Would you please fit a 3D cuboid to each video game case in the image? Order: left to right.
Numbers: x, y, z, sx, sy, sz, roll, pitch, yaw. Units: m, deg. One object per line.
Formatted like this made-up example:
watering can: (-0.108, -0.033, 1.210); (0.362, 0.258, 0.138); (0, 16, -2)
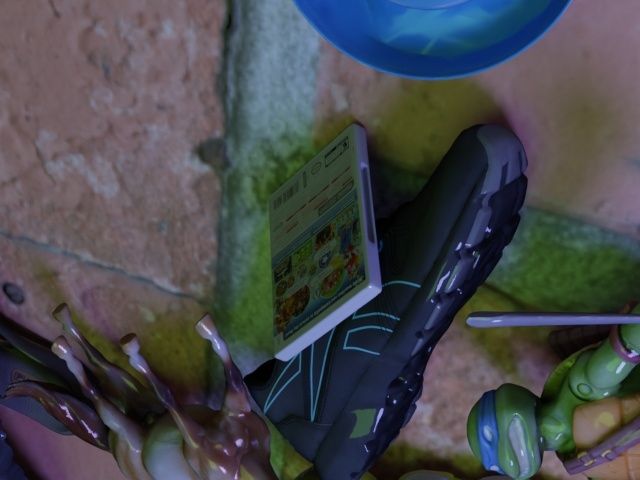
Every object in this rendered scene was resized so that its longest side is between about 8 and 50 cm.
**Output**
video game case: (0.000, 0.000, 0.690); (0.011, 0.122, 0.087); (25, 134, -31)

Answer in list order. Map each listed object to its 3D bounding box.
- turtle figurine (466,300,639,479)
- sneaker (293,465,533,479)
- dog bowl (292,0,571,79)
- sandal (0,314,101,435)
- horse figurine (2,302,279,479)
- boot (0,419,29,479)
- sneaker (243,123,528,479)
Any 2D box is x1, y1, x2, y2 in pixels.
turtle figurine: (0.212, 0.115, 0.582); (0.266, 0.275, 0.198); (-10, 82, 5)
sneaker: (0.093, 0.221, 0.805); (0.240, 0.091, 0.126); (12, 139, 20)
dog bowl: (0.029, -0.227, 0.566); (0.166, 0.074, 0.297); (-18, 110, 32)
sandal: (-0.274, 0.096, 0.903); (0.219, 0.060, 0.090); (29, 126, 7)
horse figurine: (-0.108, 0.126, 0.802); (0.263, 0.066, 0.174); (-2, 125, 45)
boot: (-0.456, 0.181, 0.946); (0.445, 0.146, 0.367); (7, 139, 24)
sneaker: (0.030, 0.035, 0.703); (0.106, 0.101, 0.267); (36, 121, 16)
